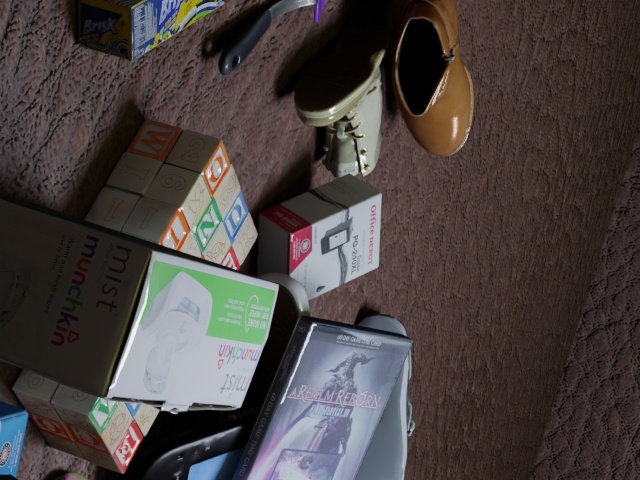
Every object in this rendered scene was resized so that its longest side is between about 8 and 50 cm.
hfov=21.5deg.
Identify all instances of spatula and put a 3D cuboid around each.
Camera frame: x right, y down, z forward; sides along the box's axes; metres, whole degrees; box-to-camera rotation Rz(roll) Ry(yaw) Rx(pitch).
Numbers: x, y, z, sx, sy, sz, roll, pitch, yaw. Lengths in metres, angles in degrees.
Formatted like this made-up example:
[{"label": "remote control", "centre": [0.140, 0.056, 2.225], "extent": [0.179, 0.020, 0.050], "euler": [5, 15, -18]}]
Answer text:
[{"label": "spatula", "centre": [-0.041, -0.249, 1.835], "extent": [0.296, 0.030, 0.084], "euler": [-47, 149, -48]}]

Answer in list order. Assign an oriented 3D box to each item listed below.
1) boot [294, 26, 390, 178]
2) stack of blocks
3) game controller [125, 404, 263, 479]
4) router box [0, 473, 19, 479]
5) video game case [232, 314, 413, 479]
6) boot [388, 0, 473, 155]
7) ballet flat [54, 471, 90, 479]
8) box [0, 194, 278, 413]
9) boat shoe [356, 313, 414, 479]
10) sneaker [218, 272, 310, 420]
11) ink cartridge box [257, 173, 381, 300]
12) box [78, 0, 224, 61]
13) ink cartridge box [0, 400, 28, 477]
[{"label": "boot", "centre": [0.027, -0.142, 2.011], "extent": [0.213, 0.077, 0.165], "euler": [-55, 153, -53]}, {"label": "stack of blocks", "centre": [-0.180, 0.053, 1.641], "extent": [0.297, 0.087, 0.171], "euler": [-62, 156, -26]}, {"label": "game controller", "centre": [-0.096, 0.262, 1.889], "extent": [0.319, 0.067, 0.166], "euler": [-15, 137, -43]}, {"label": "router box", "centre": [-0.360, 0.300, 1.234], "extent": [0.309, 0.081, 0.243], "euler": [6, 101, -43]}, {"label": "video game case", "centre": [-0.008, 0.223, 1.909], "extent": [0.196, 0.026, 0.274], "euler": [14, 102, -51]}, {"label": "boot", "centre": [0.140, -0.199, 2.109], "extent": [0.220, 0.109, 0.283], "euler": [-82, 172, -62]}, {"label": "ballet flat", "centre": [-0.222, 0.319, 1.741], "extent": [0.077, 0.079, 0.221], "euler": [-69, 161, -45]}, {"label": "box", "centre": [-0.197, 0.050, 1.404], "extent": [0.262, 0.231, 0.126], "euler": [21, 87, -68]}, {"label": "boat shoe", "centre": [0.076, 0.258, 2.385], "extent": [0.105, 0.113, 0.306], "euler": [18, 73, -74]}, {"label": "sneaker", "centre": [-0.059, 0.134, 1.989], "extent": [0.123, 0.106, 0.290], "euler": [-51, 161, -49]}, {"label": "ink cartridge box", "centre": [0.000, 0.000, 2.009], "extent": [0.150, 0.063, 0.109], "euler": [-25, 130, -35]}, {"label": "box", "centre": [-0.152, -0.221, 1.546], "extent": [0.169, 0.059, 0.054], "euler": [-42, 144, -53]}, {"label": "ink cartridge box", "centre": [-0.334, 0.208, 1.385], "extent": [0.191, 0.082, 0.139], "euler": [-7, 112, -65]}]
